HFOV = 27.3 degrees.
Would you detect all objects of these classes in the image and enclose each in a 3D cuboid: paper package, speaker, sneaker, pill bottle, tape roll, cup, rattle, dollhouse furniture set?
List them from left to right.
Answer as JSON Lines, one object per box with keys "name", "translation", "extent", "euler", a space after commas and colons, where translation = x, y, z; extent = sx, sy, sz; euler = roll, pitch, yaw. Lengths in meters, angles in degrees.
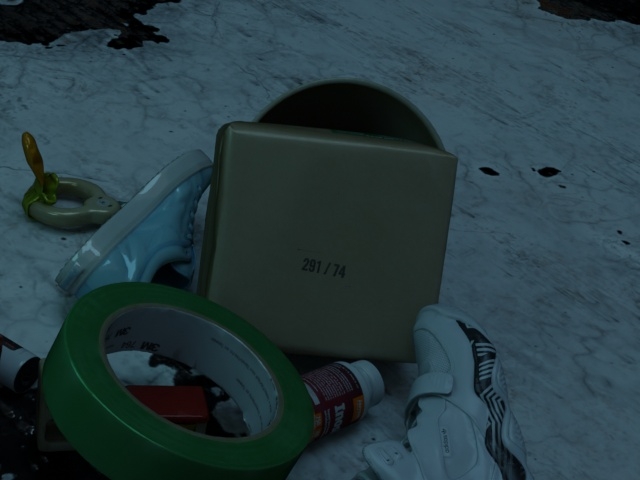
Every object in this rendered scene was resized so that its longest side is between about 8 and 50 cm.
{"name": "speaker", "translation": [-0.429, 0.146, 1.715], "extent": [0.136, 0.055, 0.055], "euler": [27, 35, 22]}
{"name": "dollhouse furniture set", "translation": [-0.307, 0.225, 1.540], "extent": [0.374, 0.152, 0.201], "euler": [2, 34, -16]}
{"name": "rattle", "translation": [-0.355, -0.092, 2.035], "extent": [0.199, 0.143, 0.130], "euler": [8, 14, 5]}
{"name": "sneaker", "translation": [-0.238, 0.005, 1.944], "extent": [0.150, 0.135, 0.366], "euler": [44, 44, -5]}
{"name": "tape roll", "translation": [-0.165, 0.180, 1.563], "extent": [0.321, 0.077, 0.321], "euler": [25, 26, -13]}
{"name": "paper package", "translation": [0.000, 0.000, 1.827], "extent": [0.325, 0.309, 0.168], "euler": [6, 8, -10]}
{"name": "pill bottle", "translation": [0.008, 0.209, 1.734], "extent": [0.152, 0.086, 0.086], "euler": [-18, 43, -38]}
{"name": "cup", "translation": [0.010, -0.085, 2.025], "extent": [0.331, 0.331, 0.237], "euler": [5, 6, -11]}
{"name": "sneaker", "translation": [0.126, 0.235, 1.635], "extent": [0.210, 0.137, 0.366], "euler": [-2, 53, -19]}
